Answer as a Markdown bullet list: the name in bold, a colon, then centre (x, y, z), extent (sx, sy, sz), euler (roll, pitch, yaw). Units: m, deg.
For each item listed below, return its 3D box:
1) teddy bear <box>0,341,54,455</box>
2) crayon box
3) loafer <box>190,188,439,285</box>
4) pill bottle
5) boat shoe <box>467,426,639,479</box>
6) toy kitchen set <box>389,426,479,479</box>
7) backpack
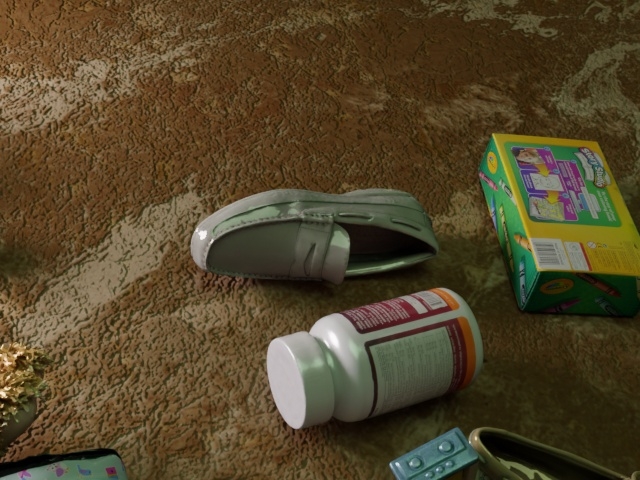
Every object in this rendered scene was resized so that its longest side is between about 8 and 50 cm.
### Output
- **teddy bear**: centre (-0.415, 0.150, 0.899), extent (0.337, 0.113, 0.245), euler (-5, 19, 6)
- **crayon box**: centre (0.331, -0.028, 1.341), extent (0.165, 0.081, 0.278), euler (4, 45, -11)
- **loafer**: centre (0.000, 0.000, 1.212), extent (0.319, 0.112, 0.111), euler (-9, 40, -22)
- **pill bottle**: centre (0.060, 0.132, 1.086), extent (0.221, 0.121, 0.121), euler (-12, 49, -24)
- **boat shoe**: centre (0.277, 0.279, 1.013), extent (0.285, 0.089, 0.105), euler (18, 44, 4)
- **toy kitchen set**: centre (0.111, 0.291, 0.906), extent (0.166, 0.122, 0.207), euler (-25, 54, -11)
- **backpack**: centre (-0.257, 0.259, 0.882), extent (0.182, 0.152, 0.115), euler (-8, 64, -25)
